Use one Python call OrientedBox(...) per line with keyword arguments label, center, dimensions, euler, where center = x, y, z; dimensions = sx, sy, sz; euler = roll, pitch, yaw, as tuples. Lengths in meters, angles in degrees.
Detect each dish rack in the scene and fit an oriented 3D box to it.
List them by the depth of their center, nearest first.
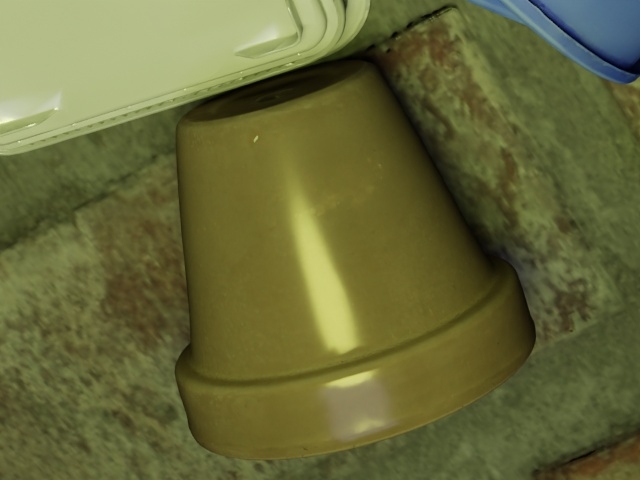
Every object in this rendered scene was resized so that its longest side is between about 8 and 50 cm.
OrientedBox(label="dish rack", center=(-0.155, -0.198, 1.335), dimensions=(0.333, 0.072, 0.285), euler=(-16, 122, 13))

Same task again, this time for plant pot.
OrientedBox(label="plant pot", center=(0.000, 0.000, 1.381), dimensions=(0.263, 0.263, 0.229), euler=(-15, 103, 11))

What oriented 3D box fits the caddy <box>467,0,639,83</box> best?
OrientedBox(label="caddy", center=(0.104, -0.241, 1.199), dimensions=(0.341, 0.241, 0.179), euler=(38, 110, -21))
